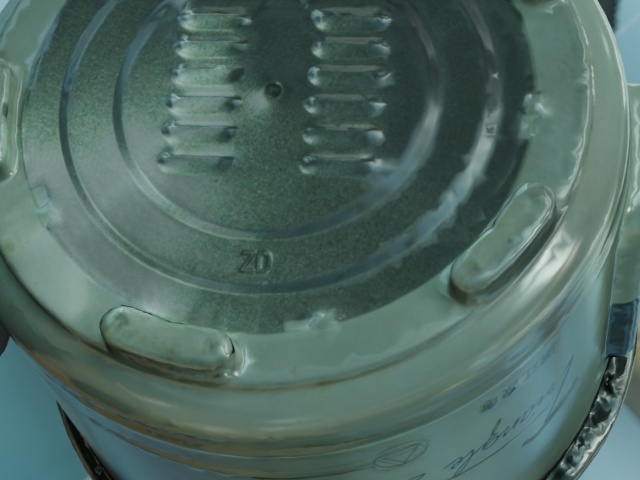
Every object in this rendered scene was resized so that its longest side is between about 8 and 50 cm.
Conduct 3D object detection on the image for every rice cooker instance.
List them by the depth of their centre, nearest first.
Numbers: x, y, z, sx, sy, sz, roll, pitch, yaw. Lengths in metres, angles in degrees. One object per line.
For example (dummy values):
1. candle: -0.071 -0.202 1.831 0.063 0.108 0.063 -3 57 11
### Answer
1. rice cooker: 0.000 0.000 0.583 0.227 0.241 0.280 76 13 -62

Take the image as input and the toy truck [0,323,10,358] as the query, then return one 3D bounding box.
1. toy truck: -0.221 0.028 0.539 0.268 0.124 0.155 -6 71 -62
